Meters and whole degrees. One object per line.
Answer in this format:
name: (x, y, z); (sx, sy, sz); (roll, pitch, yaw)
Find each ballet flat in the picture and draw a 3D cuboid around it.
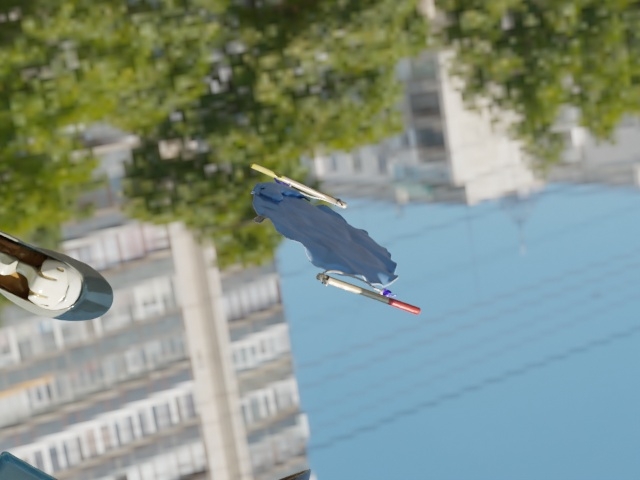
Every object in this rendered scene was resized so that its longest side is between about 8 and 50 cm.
ballet flat: (-0.316, 0.034, 1.743); (0.213, 0.072, 0.068); (26, -175, -15)

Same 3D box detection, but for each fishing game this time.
fishing game: (0.000, 0.000, 1.820); (0.189, 0.041, 0.264); (21, -159, -33)

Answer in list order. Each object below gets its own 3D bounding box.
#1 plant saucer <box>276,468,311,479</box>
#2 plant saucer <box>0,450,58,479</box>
plant saucer: (-0.096, 0.294, 1.761); (0.198, 0.036, 0.198); (-21, 174, -2)
plant saucer: (-0.325, 0.297, 1.584); (0.067, 0.192, 0.018); (26, 161, 13)
